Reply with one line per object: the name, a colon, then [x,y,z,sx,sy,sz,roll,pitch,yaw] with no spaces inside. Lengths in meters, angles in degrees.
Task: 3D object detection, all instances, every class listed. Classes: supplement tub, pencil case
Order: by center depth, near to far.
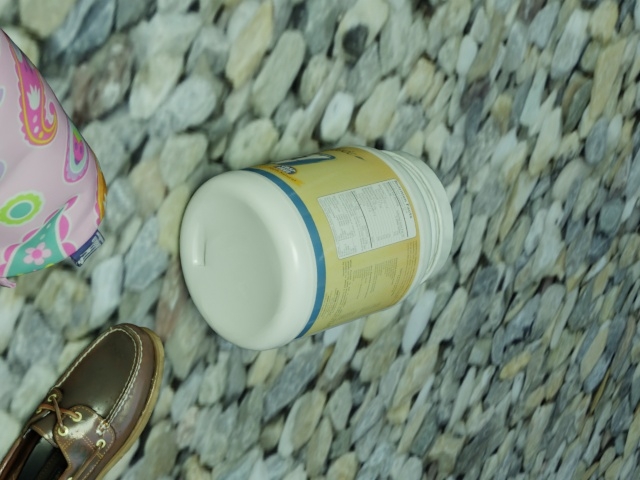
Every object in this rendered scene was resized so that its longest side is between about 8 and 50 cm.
pencil case: [-0.222,-0.073,0.813,0.124,0.124,0.284,-51,156,-13]
supplement tub: [0.000,0.000,1.140,0.200,0.144,0.144,-16,124,-44]

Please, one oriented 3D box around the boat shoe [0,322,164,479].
boat shoe: [-0.195,0.155,1.070,0.073,0.073,0.207,28,91,-55]
